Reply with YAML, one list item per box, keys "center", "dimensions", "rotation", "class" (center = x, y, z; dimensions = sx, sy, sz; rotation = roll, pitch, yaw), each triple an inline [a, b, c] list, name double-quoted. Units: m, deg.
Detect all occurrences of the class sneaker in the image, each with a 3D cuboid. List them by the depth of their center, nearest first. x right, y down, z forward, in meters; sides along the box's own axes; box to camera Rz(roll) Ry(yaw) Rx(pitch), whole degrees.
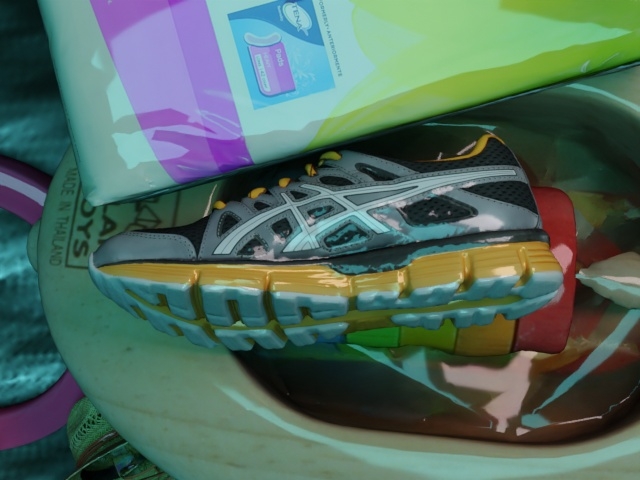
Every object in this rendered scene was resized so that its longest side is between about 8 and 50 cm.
- center: [0.000, 0.000, 0.486]
  dimensions: [0.215, 0.084, 0.083]
  rotation: [-4, 69, -2]
  class: "sneaker"

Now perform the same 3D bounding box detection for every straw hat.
- center: [-0.132, 0.127, 0.668]
  dimensions: [0.144, 0.144, 0.061]
  rotation: [-34, 67, 6]
  class: "straw hat"

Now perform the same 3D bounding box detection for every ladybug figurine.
- center: [0.060, 0.021, 0.595]
  dimensions: [0.449, 0.162, 0.305]
  rotation: [8, 81, 5]
  class: "ladybug figurine"

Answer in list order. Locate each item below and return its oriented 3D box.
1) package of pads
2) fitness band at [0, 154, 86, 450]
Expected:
- center: [0.010, -0.162, 0.479]
  dimensions: [0.297, 0.101, 0.229]
  rotation: [-15, 92, 0]
  class: "package of pads"
- center: [-0.272, 0.034, 0.676]
  dimensions: [0.291, 0.054, 0.209]
  rotation: [14, 97, -4]
  class: "fitness band"
